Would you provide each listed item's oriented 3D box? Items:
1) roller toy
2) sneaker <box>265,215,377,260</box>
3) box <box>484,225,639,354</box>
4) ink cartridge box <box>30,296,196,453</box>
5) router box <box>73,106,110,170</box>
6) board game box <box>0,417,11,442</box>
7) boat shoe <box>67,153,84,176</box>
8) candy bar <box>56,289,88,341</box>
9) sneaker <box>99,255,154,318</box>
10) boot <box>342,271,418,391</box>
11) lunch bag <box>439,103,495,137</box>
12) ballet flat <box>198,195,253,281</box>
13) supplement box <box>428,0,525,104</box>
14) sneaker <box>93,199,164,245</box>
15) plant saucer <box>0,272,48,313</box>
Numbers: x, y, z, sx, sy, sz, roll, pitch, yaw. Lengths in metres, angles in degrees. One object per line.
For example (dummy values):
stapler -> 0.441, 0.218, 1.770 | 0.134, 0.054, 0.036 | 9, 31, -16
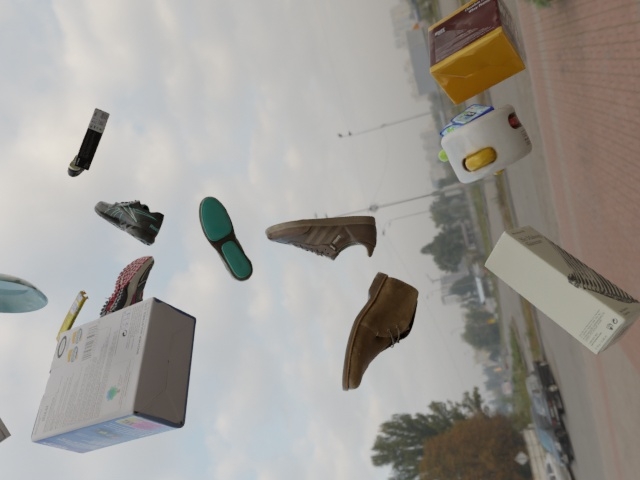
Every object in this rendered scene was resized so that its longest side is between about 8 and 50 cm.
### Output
roller toy -> 0.409, -0.229, 1.315 | 0.146, 0.191, 0.209 | 63, 175, -3
sneaker -> 0.000, 0.000, 0.893 | 0.066, 0.188, 0.071 | 14, -109, -80
box -> 0.473, 0.088, 1.058 | 0.113, 0.094, 0.275 | -11, -137, -41
ink cartridge box -> -0.491, 0.321, 1.238 | 0.151, 0.395, 0.270 | 44, -145, -45
router box -> -0.678, -0.303, 1.595 | 0.179, 0.046, 0.133 | -67, 25, 4
board game box -> -0.708, 0.297, 0.941 | 0.193, 0.053, 0.306 | -36, -48, -37
boat shoe -> -0.829, -0.261, 1.846 | 0.048, 0.042, 0.133 | 25, -150, -12
candy bar -> -0.630, 0.198, 1.357 | 0.040, 0.162, 0.018 | 39, -167, 37
sneaker -> -0.666, 0.182, 1.900 | 0.112, 0.120, 0.299 | 47, -135, -35
boot -> 0.132, 0.201, 1.174 | 0.112, 0.115, 0.305 | 89, -155, -49
lunch bag -> 0.483, -0.377, 1.755 | 0.096, 0.128, 0.151 | 55, 163, -2
ballet flat -> -0.227, 0.001, 1.250 | 0.213, 0.072, 0.068 | 63, 160, -3
supplement box -> 0.388, -0.487, 1.351 | 0.129, 0.191, 0.194 | 37, -136, -35
sneaker -> -0.584, -0.074, 1.652 | 0.106, 0.267, 0.101 | -60, -26, -11
plant saucer -> -0.695, 0.108, 1.165 | 0.195, 0.194, 0.038 | 51, -149, -58
